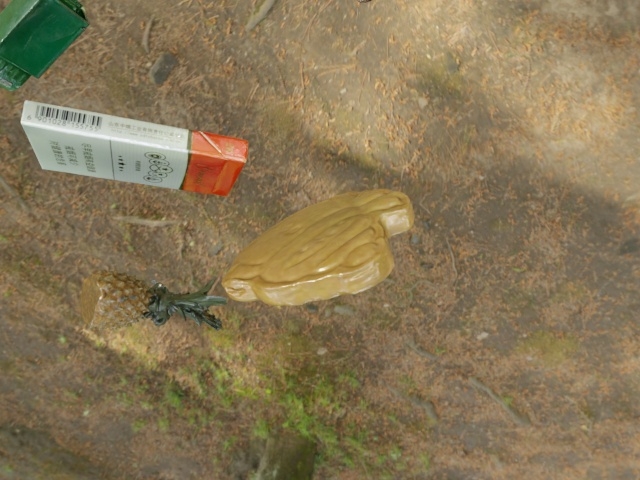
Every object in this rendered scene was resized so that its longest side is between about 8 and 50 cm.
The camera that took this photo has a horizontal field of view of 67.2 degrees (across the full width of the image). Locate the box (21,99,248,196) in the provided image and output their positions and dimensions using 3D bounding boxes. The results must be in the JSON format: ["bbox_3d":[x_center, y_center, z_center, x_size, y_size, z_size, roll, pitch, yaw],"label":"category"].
[{"bbox_3d":[-0.225,-0.108,0.610,0.245,0.035,0.139,6,164,-19],"label":"box"}]

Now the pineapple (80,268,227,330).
[{"bbox_3d":[-0.316,0.122,0.955,0.130,0.118,0.277,-14,164,41],"label":"pineapple"}]

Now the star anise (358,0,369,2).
[{"bbox_3d":[0.053,-0.349,0.589,0.097,0.190,0.070,45,156,-29],"label":"star anise"}]

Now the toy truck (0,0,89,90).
[{"bbox_3d":[-0.362,-0.251,0.589,0.147,0.079,0.065,-37,152,13],"label":"toy truck"}]

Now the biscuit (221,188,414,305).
[{"bbox_3d":[0.000,0.000,0.824,0.351,0.312,0.057,1,125,48],"label":"biscuit"}]
